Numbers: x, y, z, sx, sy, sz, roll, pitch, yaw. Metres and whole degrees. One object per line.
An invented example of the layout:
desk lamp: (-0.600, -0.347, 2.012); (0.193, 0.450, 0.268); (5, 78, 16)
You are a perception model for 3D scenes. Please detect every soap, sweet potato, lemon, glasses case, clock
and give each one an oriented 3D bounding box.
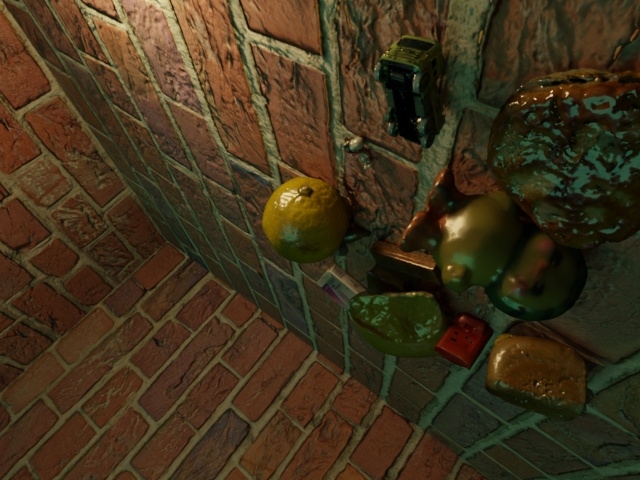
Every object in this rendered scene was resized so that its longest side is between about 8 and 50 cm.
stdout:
soap: (0.275, 0.294, 1.383); (0.306, 0.115, 0.427); (-14, 142, 22)
sweet potato: (0.050, -0.035, 1.360); (0.250, 0.059, 0.069); (26, 132, 40)
lemon: (-0.042, -0.056, 1.224); (0.267, 0.267, 0.267); (34, 156, 18)
glasses case: (0.247, 0.058, 1.218); (0.218, 0.049, 0.075); (18, 154, 44)
soap: (0.224, 0.160, 1.403); (0.135, 0.076, 0.233); (29, 153, 24)
clock: (0.413, 0.284, 1.231); (0.113, 0.155, 0.061); (25, 143, 32)

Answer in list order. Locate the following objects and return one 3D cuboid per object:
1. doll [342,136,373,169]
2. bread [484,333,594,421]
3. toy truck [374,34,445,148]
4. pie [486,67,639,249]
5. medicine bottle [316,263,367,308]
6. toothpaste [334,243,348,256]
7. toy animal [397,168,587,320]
doll: (0.090, -0.210, 1.012); (0.058, 0.040, 0.085); (5, 138, 39)
bread: (0.556, 0.337, 1.081); (0.247, 0.176, 0.195); (13, 157, 23)
toy truck: (0.167, -0.253, 0.721); (0.085, 0.116, 0.191); (27, 162, 31)
pie: (0.388, -0.124, 0.635); (0.308, 0.085, 0.308); (32, 150, 21)
medicine bottle: (0.082, 0.184, 1.699); (0.171, 0.052, 0.201); (41, 155, 3)
toothpaste: (0.000, 0.002, 1.505); (0.282, 0.069, 0.099); (25, 123, 54)
toy animal: (0.340, 0.020, 0.845); (0.338, 0.216, 0.191); (31, -178, 14)
